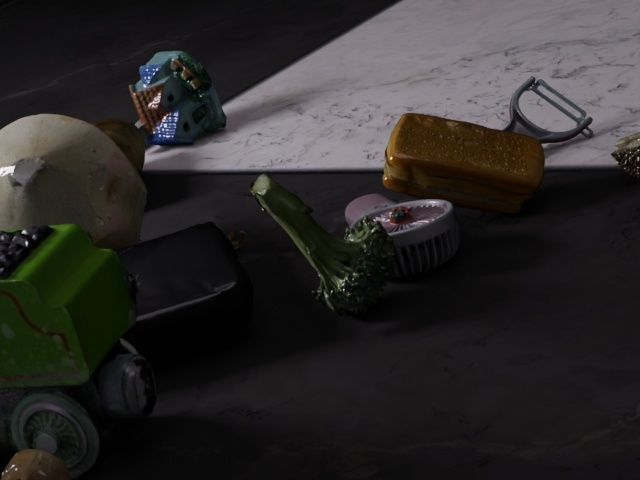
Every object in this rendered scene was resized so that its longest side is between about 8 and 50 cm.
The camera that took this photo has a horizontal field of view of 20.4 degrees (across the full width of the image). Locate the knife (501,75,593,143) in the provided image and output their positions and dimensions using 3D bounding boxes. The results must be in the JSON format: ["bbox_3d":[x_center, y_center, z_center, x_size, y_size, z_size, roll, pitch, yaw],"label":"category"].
[{"bbox_3d":[0.250,-0.118,2.378,0.123,0.053,0.278,35,49,21],"label":"knife"}]

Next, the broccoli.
[{"bbox_3d":[-0.001,-0.001,1.996,0.122,0.204,0.118,-55,31,-12],"label":"broccoli"}]

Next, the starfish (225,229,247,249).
[{"bbox_3d":[-0.141,0.003,2.340,0.078,0.028,0.091,-16,16,-22],"label":"starfish"}]

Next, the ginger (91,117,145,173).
[{"bbox_3d":[-0.324,-0.111,2.671,0.109,0.116,0.263,-52,18,16],"label":"ginger"}]

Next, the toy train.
[{"bbox_3d":[-0.323,0.112,1.837,0.307,0.248,0.173,-5,24,23],"label":"toy train"}]

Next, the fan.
[{"bbox_3d":[0.085,-0.017,2.174,0.130,0.074,0.244,-18,16,-12],"label":"fan"}]

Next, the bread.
[{"bbox_3d":[0.180,-0.094,2.237,0.200,0.077,0.116,11,32,2],"label":"bread"}]

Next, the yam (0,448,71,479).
[{"bbox_3d":[-0.290,0.291,1.576,0.081,0.081,0.356,-10,21,12],"label":"yam"}]

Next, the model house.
[{"bbox_3d":[-0.250,-0.207,2.852,0.119,0.148,0.148,8,42,37],"label":"model house"}]

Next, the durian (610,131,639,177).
[{"bbox_3d":[0.435,-0.114,2.201,0.140,0.071,0.110,-28,12,7],"label":"durian"}]

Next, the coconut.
[{"bbox_3d":[-0.338,-0.046,2.294,0.241,0.241,0.241,-12,19,4],"label":"coconut"}]

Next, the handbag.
[{"bbox_3d":[-0.206,0.070,2.105,0.244,0.088,0.275,-14,21,-7],"label":"handbag"}]
